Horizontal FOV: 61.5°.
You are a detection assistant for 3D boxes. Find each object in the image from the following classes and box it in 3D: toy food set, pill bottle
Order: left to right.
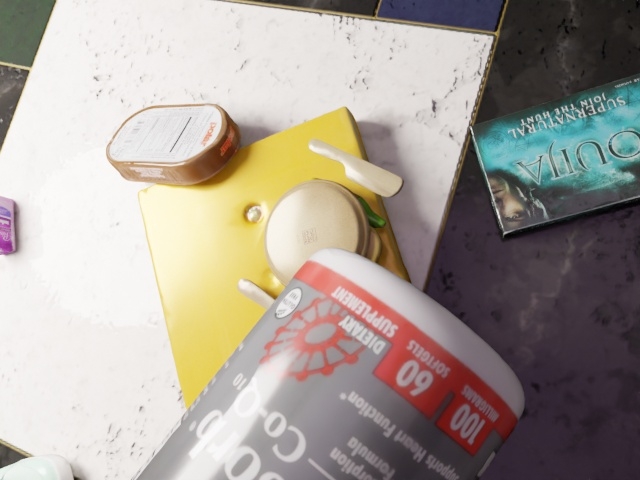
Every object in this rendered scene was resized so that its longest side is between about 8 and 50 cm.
[{"bbox_3d":[-0.027,0.203,0.418,0.210,0.210,0.363,35,80,19],"label":"pill bottle"},{"bbox_3d":[0.000,0.000,0.569,0.132,0.038,0.192,32,97,25],"label":"toy food set"}]

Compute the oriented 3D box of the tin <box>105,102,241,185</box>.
[{"bbox_3d":[-0.185,-0.120,0.661,0.189,0.040,0.106,6,64,29],"label":"tin"}]

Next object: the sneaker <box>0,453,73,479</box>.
[{"bbox_3d":[-0.422,0.330,0.616,0.255,0.151,0.094,-27,72,9],"label":"sneaker"}]

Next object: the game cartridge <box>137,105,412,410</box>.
[{"bbox_3d":[-0.049,0.044,0.617,0.285,0.052,0.324,-19,77,12],"label":"game cartridge"}]

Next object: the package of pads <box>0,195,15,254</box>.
[{"bbox_3d":[-0.451,-0.024,0.744,0.032,0.050,0.083,-13,76,14],"label":"package of pads"}]

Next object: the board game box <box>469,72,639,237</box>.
[{"bbox_3d":[0.264,-0.087,0.557,0.186,0.026,0.126,-17,75,13],"label":"board game box"}]
